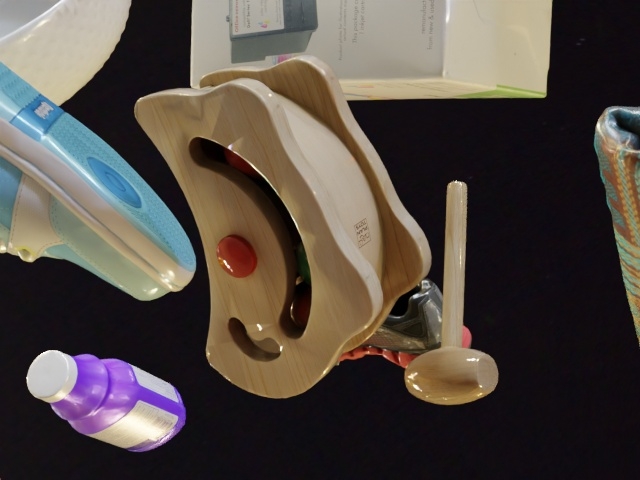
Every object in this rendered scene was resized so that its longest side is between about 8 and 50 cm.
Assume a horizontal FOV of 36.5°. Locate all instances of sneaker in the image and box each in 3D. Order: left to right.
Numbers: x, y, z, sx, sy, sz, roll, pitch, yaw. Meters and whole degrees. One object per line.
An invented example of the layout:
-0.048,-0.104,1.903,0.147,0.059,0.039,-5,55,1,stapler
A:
-0.265,-0.016,0.717,0.319,0.127,0.208,39,-82,-7,sneaker
0.053,0.091,1.234,0.276,0.097,0.135,1,-52,37,sneaker

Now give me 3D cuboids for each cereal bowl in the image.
-0.335,-0.201,0.934,0.339,0.339,0.141,10,-39,24,cereal bowl

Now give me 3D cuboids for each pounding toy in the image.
0.000,0.000,0.655,0.154,0.155,0.269,-26,-85,41,pounding toy

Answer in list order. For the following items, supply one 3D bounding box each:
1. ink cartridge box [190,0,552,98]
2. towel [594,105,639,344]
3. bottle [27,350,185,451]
0.018,-0.198,0.938,0.353,0.207,0.119,6,-84,37,ink cartridge box
0.261,0.100,0.373,0.271,0.040,0.370,12,-32,35,towel
-0.305,0.227,1.388,0.118,0.283,0.092,-33,-121,9,bottle
